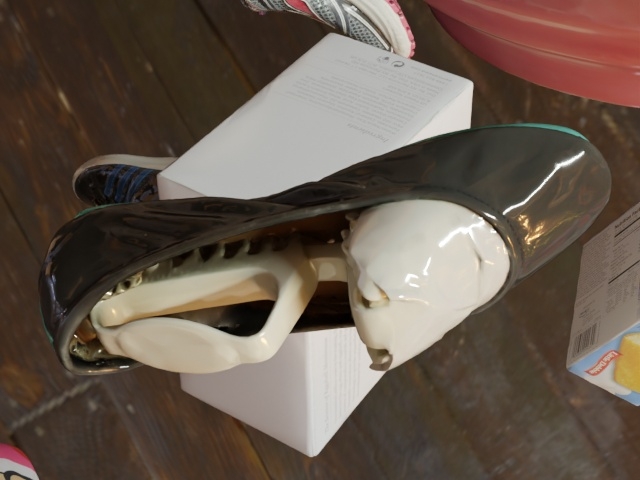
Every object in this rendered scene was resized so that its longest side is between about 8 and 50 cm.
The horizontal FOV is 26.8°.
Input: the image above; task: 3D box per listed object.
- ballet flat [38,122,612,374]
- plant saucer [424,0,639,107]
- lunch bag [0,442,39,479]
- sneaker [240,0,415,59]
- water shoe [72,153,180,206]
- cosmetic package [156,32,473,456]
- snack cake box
[{"bbox_3d":[0.000,0.020,0.631,0.280,0.095,0.096,-11,40,12],"label":"ballet flat"},{"bbox_3d":[0.179,-0.151,0.641,0.332,0.084,0.332,-2,32,1],"label":"plant saucer"},{"bbox_3d":[-0.231,0.270,0.713,0.120,0.258,0.293,22,104,-33],"label":"lunch bag"},{"bbox_3d":[-0.020,-0.262,1.346,0.112,0.299,0.121,-45,39,17],"label":"sneaker"},{"bbox_3d":[-0.187,-0.041,1.379,0.203,0.073,0.080,-2,58,36],"label":"water shoe"},{"bbox_3d":[0.000,0.000,1.039,0.138,0.224,0.224,22,46,24],"label":"cosmetic package"},{"bbox_3d":[0.336,0.020,1.187,0.089,0.264,0.152,28,52,-14],"label":"snack cake box"}]
